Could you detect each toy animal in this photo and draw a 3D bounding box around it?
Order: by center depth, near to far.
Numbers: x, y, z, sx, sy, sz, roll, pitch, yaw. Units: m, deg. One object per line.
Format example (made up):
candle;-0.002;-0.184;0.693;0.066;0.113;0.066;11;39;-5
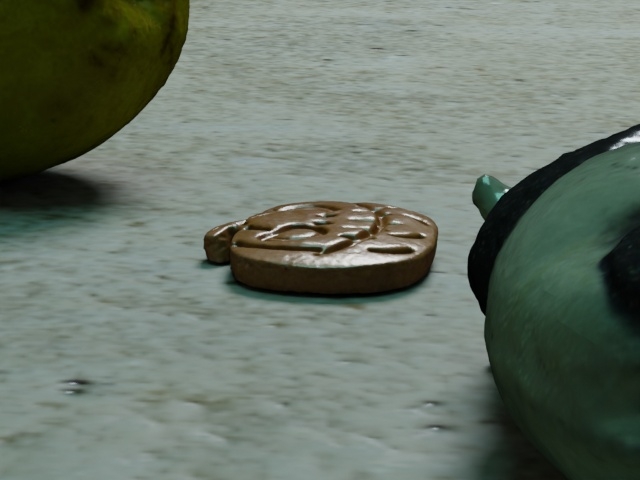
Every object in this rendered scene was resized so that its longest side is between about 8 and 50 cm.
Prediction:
toy animal;0.095;0.014;0.465;0.121;0.094;0.225;-9;15;-3

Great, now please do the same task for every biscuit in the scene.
biscuit;0.000;0.000;0.655;0.078;0.015;0.091;2;13;4

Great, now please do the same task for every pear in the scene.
pear;-0.134;-0.096;0.760;0.162;0.148;0.149;-2;12;18
